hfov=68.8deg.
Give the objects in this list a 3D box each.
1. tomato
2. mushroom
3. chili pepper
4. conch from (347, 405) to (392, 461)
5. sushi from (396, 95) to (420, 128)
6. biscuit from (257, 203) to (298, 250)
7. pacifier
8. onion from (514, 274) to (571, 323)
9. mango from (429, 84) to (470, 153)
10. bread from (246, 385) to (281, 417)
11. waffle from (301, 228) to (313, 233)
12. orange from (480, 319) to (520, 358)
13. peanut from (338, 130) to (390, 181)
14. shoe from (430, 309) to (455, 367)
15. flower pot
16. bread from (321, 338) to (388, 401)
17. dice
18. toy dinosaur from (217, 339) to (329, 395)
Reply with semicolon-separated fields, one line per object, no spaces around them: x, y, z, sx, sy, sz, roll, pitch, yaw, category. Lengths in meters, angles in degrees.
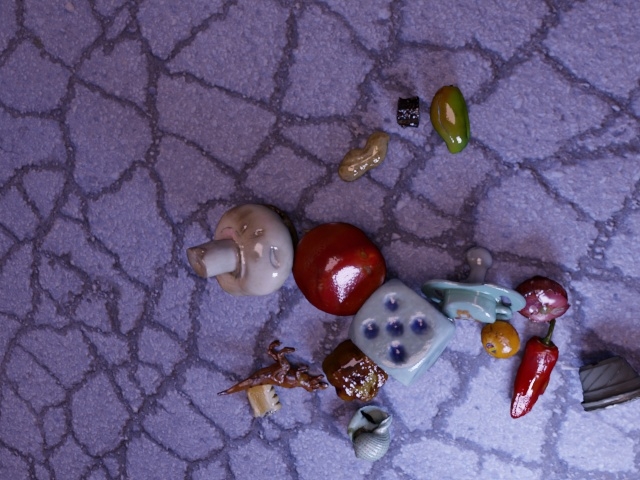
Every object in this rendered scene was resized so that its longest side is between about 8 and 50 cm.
0.061;0.099;1.645;0.290;0.293;0.325;-27;126;-19;tomato
-0.262;0.061;1.635;0.353;0.353;0.325;3;137;13;mushroom
0.744;0.453;1.628;0.110;0.110;0.387;17;103;11;chili pepper
0.193;0.740;1.789;0.200;0.131;0.172;-40;58;-23;conch
0.308;-0.453;1.639;0.084;0.098;0.094;0;78;10;sushi
-0.216;0.002;1.823;0.296;0.075;0.295;2;97;16;biscuit
0.532;0.152;1.610;0.344;0.288;0.269;6;64;32;pacifier
0.748;0.187;1.588;0.184;0.147;0.184;14;142;11;onion
0.442;-0.410;1.597;0.125;0.111;0.232;-3;109;28;mango
-0.230;0.638;1.901;0.119;0.084;0.177;-18;92;14;bread
0.000;0.000;1.797;0.153;0.023;0.097;-1;96;12;waffle
0.631;0.342;1.634;0.118;0.135;0.135;-36;87;-19;orange
0.160;-0.299;1.686;0.229;0.098;0.103;-35;115;13;peanut
0.409;0.374;1.705;0.103;0.100;0.251;26;100;8;shoe
0.953;0.464;1.539;0.236;0.235;0.140;-24;69;15;flower pot
0.145;0.495;1.767;0.247;0.135;0.232;-38;100;12;bread
0.274;0.305;1.569;0.265;0.268;0.262;40;89;26;dice
-0.179;0.506;1.848;0.432;0.097;0.208;3;87;-5;toy dinosaur
